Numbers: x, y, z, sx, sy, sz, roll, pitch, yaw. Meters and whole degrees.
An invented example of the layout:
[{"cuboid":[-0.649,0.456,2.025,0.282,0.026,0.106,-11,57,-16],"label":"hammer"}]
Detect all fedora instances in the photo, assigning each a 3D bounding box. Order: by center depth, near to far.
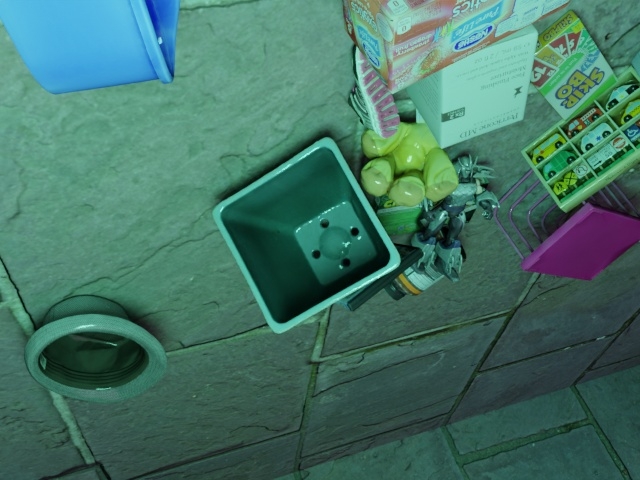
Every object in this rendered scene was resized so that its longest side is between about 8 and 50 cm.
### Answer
[{"cuboid":[-0.451,0.204,1.308,0.243,0.124,0.275,-39,134,19],"label":"fedora"}]

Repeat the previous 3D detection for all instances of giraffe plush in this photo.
[{"cuboid":[0.153,-0.134,1.183,0.181,0.210,0.170,18,158,3],"label":"giraffe plush"}]

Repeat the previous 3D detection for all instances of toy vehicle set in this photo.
[{"cuboid":[0.556,-0.199,1.304,0.267,0.166,0.035,-40,143,23],"label":"toy vehicle set"}]

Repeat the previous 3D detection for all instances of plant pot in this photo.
[{"cuboid":[0.000,0.000,1.194,0.247,0.248,0.252,-31,169,10],"label":"plant pot"}]

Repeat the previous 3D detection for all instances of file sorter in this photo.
[{"cuboid":[0.576,-0.049,1.507,0.290,0.182,0.202,9,134,-39],"label":"file sorter"}]

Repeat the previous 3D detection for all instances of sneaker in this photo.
[{"cuboid":[0.074,-0.247,1.056,0.063,0.075,0.170,-39,129,-22],"label":"sneaker"}]

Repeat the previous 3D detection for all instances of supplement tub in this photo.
[{"cuboid":[0.235,0.059,1.527,0.198,0.106,0.106,-38,143,23],"label":"supplement tub"}]

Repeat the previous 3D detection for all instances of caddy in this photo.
[{"cuboid":[-0.227,-0.308,0.643,0.179,0.241,0.341,-12,146,-4],"label":"caddy"}]

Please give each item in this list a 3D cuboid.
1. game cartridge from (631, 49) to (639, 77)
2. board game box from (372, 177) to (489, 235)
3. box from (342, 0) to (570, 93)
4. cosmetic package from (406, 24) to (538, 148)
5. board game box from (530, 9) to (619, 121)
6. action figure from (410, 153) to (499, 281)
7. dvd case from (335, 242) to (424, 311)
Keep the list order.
[{"cuboid":[0.719,-0.251,1.215,0.196,0.294,0.060,-5,145,-25],"label":"game cartridge"},{"cuboid":[0.229,-0.071,1.414,0.259,0.030,0.136,-9,146,-20],"label":"board game box"},{"cuboid":[0.187,-0.347,0.863,0.300,0.142,0.154,-28,157,-6],"label":"box"},{"cuboid":[0.228,-0.276,1.023,0.151,0.151,0.184,-20,146,-3],"label":"cosmetic package"},{"cuboid":[0.467,-0.313,1.219,0.124,0.039,0.259,-39,145,23],"label":"board game box"},{"cuboid":[0.271,-0.054,1.348,0.185,0.099,0.285,3,126,-13],"label":"action figure"},{"cuboid":[0.084,0.063,1.325,0.180,0.253,0.022,-36,104,-13],"label":"dvd case"}]
